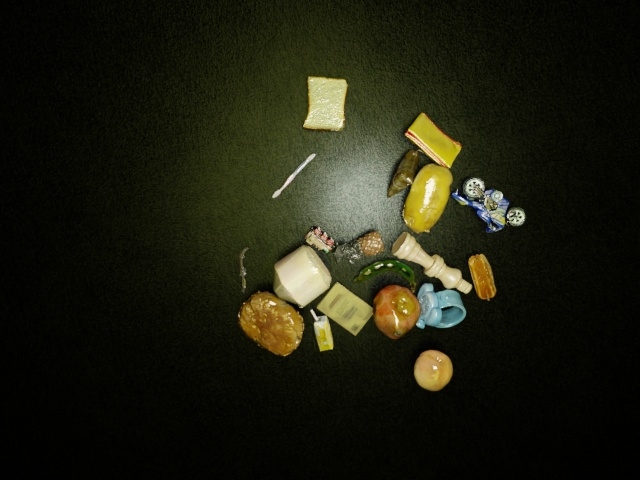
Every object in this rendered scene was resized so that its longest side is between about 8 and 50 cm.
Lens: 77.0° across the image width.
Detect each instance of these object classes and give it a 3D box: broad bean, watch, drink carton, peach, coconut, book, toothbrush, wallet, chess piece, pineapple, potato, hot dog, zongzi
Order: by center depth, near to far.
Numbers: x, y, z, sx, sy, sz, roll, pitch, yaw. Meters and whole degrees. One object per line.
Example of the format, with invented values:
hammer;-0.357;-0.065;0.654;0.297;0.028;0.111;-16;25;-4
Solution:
wallet;0.476;-0.419;1.702;0.241;0.067;0.141;39;66;-7
potato;0.456;-0.176;1.716;0.172;0.140;0.300;11;110;-14
coconut;-0.095;0.164;1.746;0.244;0.239;0.239;-36;99;6
zongzi;0.357;-0.291;1.747;0.084;0.184;0.187;28;63;-5
toothbrush;-0.118;-0.285;1.763;0.269;0.027;0.021;-44;133;8
peach;0.334;0.320;1.768;0.214;0.236;0.214;4;134;4
pineapple;0.160;0.035;1.782;0.237;0.111;0.119;-20;92;6
chess piece;0.506;0.117;1.796;0.397;0.117;0.117;34;99;-7
watch;0.540;0.311;1.810;0.193;0.211;0.211;12;101;-13
hot dog;0.736;0.171;1.827;0.092;0.062;0.236;-13;106;19
broad bean;0.306;0.154;1.833;0.291;0.049;0.144;10;104;-3
peach;0.520;0.593;1.847;0.184;0.184;0.184;0;101;0
drink carton;0.008;0.406;1.867;0.074;0.084;0.200;-10;105;6
book;0.118;0.319;1.878;0.230;0.026;0.161;37;98;-6

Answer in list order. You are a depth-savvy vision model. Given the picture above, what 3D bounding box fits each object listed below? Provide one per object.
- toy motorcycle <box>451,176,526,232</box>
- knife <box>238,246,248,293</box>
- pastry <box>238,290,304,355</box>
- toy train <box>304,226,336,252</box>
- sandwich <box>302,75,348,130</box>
toy motorcycle;0.724;-0.140;1.745;0.315;0.113;0.169;37;108;3
knife;-0.360;0.137;1.849;0.045;0.021;0.222;5;100;-3
pastry;-0.216;0.370;1.822;0.310;0.162;0.255;39;109;4
toy train;0.000;0.000;1.807;0.138;0.050;0.087;38;103;-8
sandwich;0.020;-0.570;1.688;0.186;0.065;0.215;2;100;-1
